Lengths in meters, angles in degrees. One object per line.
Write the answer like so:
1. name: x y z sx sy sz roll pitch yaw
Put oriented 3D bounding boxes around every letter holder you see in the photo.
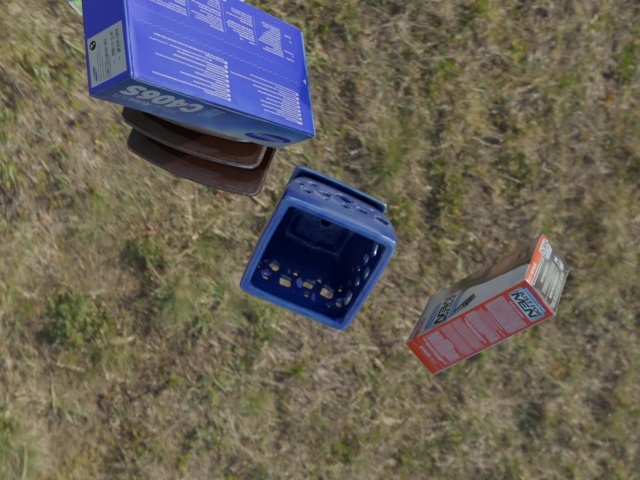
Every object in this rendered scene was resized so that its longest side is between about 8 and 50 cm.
1. letter holder: -0.237 -0.228 1.594 0.302 0.152 0.214 21 87 12

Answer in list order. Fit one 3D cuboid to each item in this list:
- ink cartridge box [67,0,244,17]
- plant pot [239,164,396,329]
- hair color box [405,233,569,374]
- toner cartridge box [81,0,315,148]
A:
1. ink cartridge box: -0.216 -0.333 1.130 0.171 0.056 0.235 47 67 -25
2. plant pot: 0.000 0.000 1.645 0.236 0.212 0.236 24 119 -8
3. hair color box: 0.178 0.070 0.895 0.167 0.093 0.053 -34 101 38
4. toner cartridge box: -0.142 -0.231 1.065 0.348 0.075 0.165 9 72 -55
